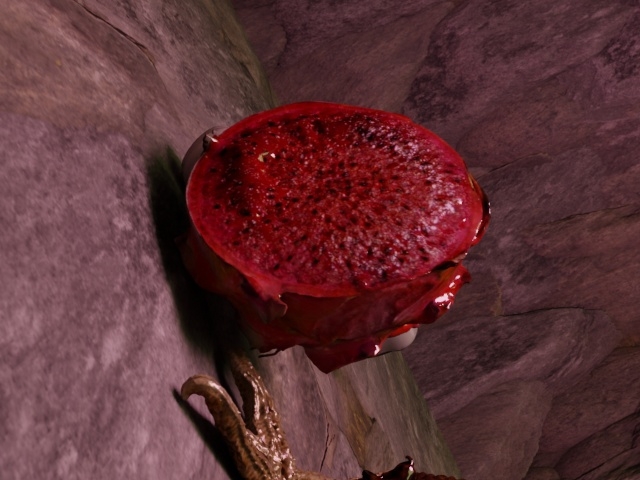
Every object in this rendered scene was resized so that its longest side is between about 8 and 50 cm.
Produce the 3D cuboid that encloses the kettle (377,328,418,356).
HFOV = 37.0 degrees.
[{"bbox_3d":[0.000,0.000,1.716,0.361,0.250,0.376,35,-18,41],"label":"kettle"}]

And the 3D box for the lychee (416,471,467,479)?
[{"bbox_3d":[0.156,0.420,1.273,0.271,0.236,0.236,36,-16,45],"label":"lychee"}]

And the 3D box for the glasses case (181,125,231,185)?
[{"bbox_3d":[-0.072,-0.047,1.389,0.297,0.113,0.075,40,-1,-24],"label":"glasses case"}]

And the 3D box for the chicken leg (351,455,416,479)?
[{"bbox_3d":[0.178,0.326,0.840,0.158,0.407,0.095,-45,147,-50],"label":"chicken leg"}]

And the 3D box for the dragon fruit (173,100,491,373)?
[{"bbox_3d":[0.010,0.007,1.218,0.386,0.371,0.249,-52,156,-40],"label":"dragon fruit"}]

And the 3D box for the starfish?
[{"bbox_3d":[-0.023,0.254,1.025,0.327,0.094,0.375,24,25,-54],"label":"starfish"}]
